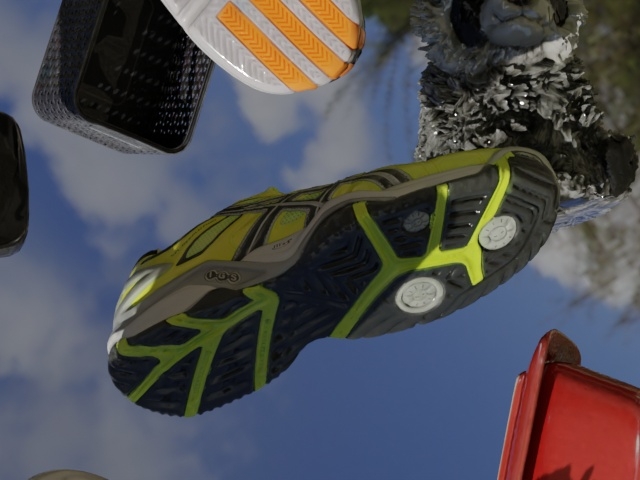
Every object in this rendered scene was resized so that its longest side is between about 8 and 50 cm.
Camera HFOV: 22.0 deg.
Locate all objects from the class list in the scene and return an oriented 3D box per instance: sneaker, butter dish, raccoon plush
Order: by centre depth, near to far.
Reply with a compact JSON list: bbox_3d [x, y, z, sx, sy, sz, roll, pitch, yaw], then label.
[{"bbox_3d":[0.168,0.141,0.951,0.160,0.118,0.160,32,-111,-72],"label":"butter dish"},{"bbox_3d":[-0.098,-0.220,1.020,0.321,0.124,0.180,50,-170,-7],"label":"sneaker"},{"bbox_3d":[0.000,0.000,1.315,0.147,0.384,0.145,-102,-12,-47],"label":"sneaker"},{"bbox_3d":[0.137,-0.140,1.700,0.216,0.446,0.299,-7,-102,-27],"label":"raccoon plush"}]

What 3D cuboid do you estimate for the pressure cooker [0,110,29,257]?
[{"bbox_3d":[-0.404,-0.004,0.960,0.375,0.420,0.370,41,-118,2],"label":"pressure cooker"}]

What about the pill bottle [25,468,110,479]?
[{"bbox_3d":[-0.207,0.286,1.049,0.152,0.272,0.152,36,-158,-17],"label":"pill bottle"}]

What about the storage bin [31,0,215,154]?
[{"bbox_3d":[-0.162,-0.174,1.445,0.122,0.084,0.180,22,-100,-34],"label":"storage bin"}]
